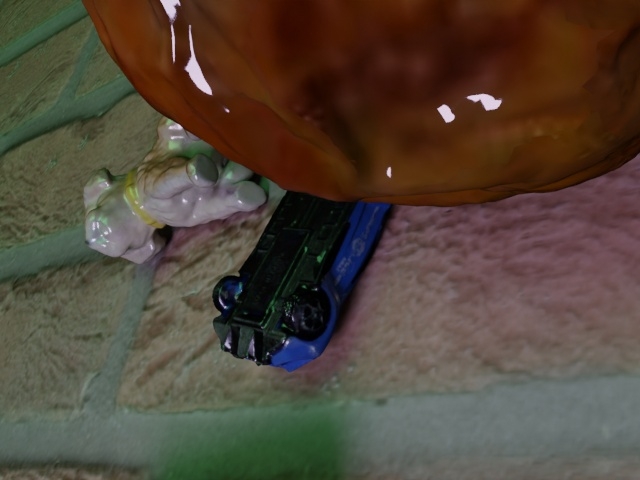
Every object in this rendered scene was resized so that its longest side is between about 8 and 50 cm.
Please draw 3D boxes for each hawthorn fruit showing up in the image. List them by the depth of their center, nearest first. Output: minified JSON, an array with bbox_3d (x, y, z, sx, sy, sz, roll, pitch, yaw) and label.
[{"bbox_3d":[0.065,-0.234,0.496,0.472,0.472,0.471,-29,43,31],"label":"hawthorn fruit"}]

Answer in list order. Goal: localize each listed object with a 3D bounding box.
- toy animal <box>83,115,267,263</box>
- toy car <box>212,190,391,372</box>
[{"bbox_3d":[-0.148,-0.073,0.890,0.185,0.104,0.183,-33,42,34],"label":"toy animal"},{"bbox_3d":[0.000,0.000,0.694,0.103,0.063,0.216,6,61,49],"label":"toy car"}]
